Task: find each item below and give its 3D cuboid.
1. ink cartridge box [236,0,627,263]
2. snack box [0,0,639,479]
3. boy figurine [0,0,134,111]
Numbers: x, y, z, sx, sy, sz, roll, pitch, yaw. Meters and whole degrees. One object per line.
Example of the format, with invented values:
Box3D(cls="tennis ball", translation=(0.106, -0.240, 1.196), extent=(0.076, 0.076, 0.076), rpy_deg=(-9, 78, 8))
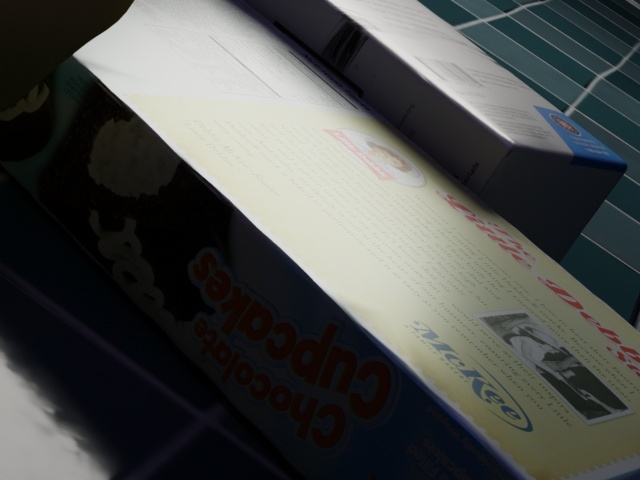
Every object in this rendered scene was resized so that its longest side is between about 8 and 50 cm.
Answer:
Box3D(cls="ink cartridge box", translation=(0.036, -0.069, 0.747), extent=(0.203, 0.086, 0.148), rpy_deg=(42, 21, 27))
Box3D(cls="snack box", translation=(0.000, 0.000, 0.567), extent=(0.322, 0.060, 0.187), rpy_deg=(43, 23, 27))
Box3D(cls="boy figurine", translation=(-0.132, -0.089, 0.459), extent=(0.285, 0.177, 0.092), rpy_deg=(-68, 144, -44))
